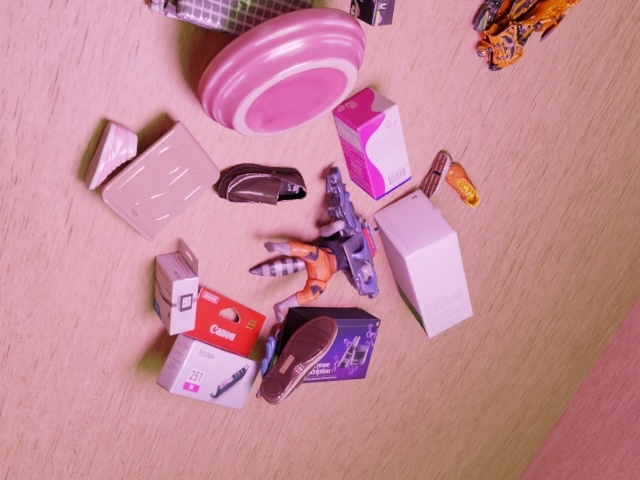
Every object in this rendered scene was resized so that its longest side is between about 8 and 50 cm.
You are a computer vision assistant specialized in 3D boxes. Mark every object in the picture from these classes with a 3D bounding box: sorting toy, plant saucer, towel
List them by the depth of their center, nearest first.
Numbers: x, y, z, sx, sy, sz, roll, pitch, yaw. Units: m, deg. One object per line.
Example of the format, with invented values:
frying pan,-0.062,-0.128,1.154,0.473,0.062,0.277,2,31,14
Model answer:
towel,-0.129,-0.466,1.178,0.283,0.121,0.235,4,118,-40
plant saucer,-0.059,-0.292,1.271,0.331,0.084,0.332,-23,167,-6
sorting toy,-0.312,-0.116,1.346,0.208,0.038,0.193,-46,150,-7

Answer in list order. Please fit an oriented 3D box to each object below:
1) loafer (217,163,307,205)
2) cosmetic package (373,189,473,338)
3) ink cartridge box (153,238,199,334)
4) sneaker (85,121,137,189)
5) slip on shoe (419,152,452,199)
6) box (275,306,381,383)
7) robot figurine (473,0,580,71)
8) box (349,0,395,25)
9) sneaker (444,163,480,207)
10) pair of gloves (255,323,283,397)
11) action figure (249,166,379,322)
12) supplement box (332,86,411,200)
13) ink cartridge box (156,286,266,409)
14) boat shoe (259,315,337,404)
loafer,-0.118,-0.117,1.483,0.219,0.078,0.080,-9,126,-34
cosmetic package,0.284,0.069,1.850,0.155,0.197,0.366,-28,134,-3
ink cartridge box,-0.313,0.099,1.474,0.060,0.104,0.180,-11,127,-31
sneaker,-0.383,-0.148,1.268,0.070,0.051,0.134,17,106,-39
slip on shoe,0.308,-0.168,1.812,0.041,0.051,0.136,1,115,-53
box,0.022,0.281,1.857,0.261,0.103,0.185,5,101,-41
robot figurine,0.493,-0.541,1.643,0.291,0.085,0.211,-44,137,-2
box,0.105,-0.477,1.383,0.052,0.083,0.062,-15,130,-30
sneaker,0.395,-0.153,1.875,0.064,0.067,0.175,-48,136,5
pair of gloves,-0.131,0.302,1.750,0.023,0.198,0.160,15,105,3
action figure,0.000,0.000,1.655,0.330,0.178,0.342,-22,106,-34
supplement box,0.121,-0.220,1.571,0.111,0.114,0.220,-32,137,-14
ink cartridge box,-0.233,0.264,1.625,0.275,0.060,0.239,35,78,-54
boat shoe,-0.053,0.298,1.703,0.257,0.095,0.095,-45,157,-16
